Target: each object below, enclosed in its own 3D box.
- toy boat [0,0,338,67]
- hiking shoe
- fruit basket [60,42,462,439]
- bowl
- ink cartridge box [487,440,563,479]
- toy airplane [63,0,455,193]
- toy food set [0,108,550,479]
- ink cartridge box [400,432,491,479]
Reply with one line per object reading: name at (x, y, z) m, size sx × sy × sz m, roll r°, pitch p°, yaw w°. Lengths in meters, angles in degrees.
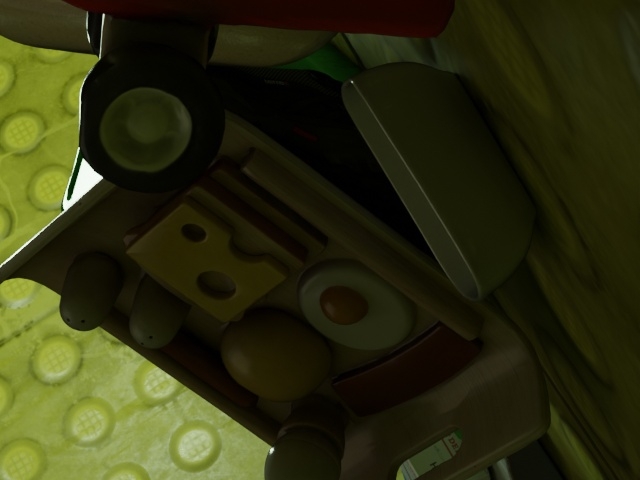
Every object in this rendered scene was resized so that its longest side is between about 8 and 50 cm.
toy boat at (-0.124, -0.180, 1.004) m, size 0.318 × 0.267 × 0.148 m, roll 0°, pitch -83°, yaw -58°
hiking shoe at (0.013, -0.060, 1.133) m, size 0.227 × 0.086 × 0.114 m, roll 27°, pitch -142°, yaw -9°
fruit basket at (0.000, 0.000, 1.390) m, size 0.392 × 0.283 × 0.392 m, roll 17°, pitch -168°, yaw -4°
bowl at (0.070, -0.038, 0.998) m, size 0.142 × 0.053 × 0.142 m, roll 59°, pitch 177°, yaw 1°
ink cartridge box at (0.151, 0.156, 1.713) m, size 0.275 × 0.060 × 0.239 m, roll 58°, pitch 171°, yaw 38°
toy airplane at (-0.150, -0.220, 0.676) m, size 0.386 × 0.272 × 0.384 m, roll 43°, pitch -157°, yaw 27°
toy food set at (-0.040, 0.067, 1.121) m, size 0.306 × 0.220 × 0.092 m, roll 36°, pitch -137°, yaw -19°
ink cartridge box at (0.115, 0.215, 1.700) m, size 0.104 × 0.060 × 0.180 m, roll 59°, pitch 173°, yaw 35°
